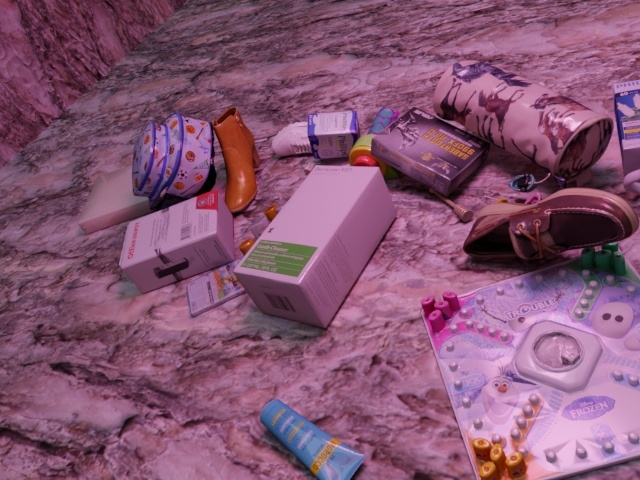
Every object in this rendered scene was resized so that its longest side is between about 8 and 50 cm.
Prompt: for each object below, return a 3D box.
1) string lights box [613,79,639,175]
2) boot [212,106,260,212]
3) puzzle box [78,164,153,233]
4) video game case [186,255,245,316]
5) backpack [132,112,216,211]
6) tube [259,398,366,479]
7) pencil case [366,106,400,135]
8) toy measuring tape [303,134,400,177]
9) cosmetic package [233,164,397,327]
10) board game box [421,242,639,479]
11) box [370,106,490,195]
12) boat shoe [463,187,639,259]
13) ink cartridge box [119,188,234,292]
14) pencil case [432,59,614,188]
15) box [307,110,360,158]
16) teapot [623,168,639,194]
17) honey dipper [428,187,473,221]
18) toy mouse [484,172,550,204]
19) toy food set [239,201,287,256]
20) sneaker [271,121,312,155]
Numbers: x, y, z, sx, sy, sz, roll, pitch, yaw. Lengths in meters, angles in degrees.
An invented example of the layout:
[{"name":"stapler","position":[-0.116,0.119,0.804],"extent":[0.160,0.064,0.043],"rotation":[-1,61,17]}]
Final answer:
[{"name":"string lights box","position":[0.727,-0.257,1.248],"extent":[0.134,0.076,0.259],"rotation":[-5,43,25]},{"name":"boot","position":[-0.261,-0.241,1.658],"extent":[0.104,0.211,0.295],"rotation":[-11,41,19]},{"name":"puzzle box","position":[-0.585,-0.180,1.891],"extent":[0.410,0.052,0.272],"rotation":[-17,39,10]},{"name":"video game case","position":[-0.250,0.112,1.410],"extent":[0.167,0.015,0.119],"rotation":[-26,38,0]},{"name":"backpack","position":[-0.412,-0.231,1.613],"extent":[0.263,0.213,0.276],"rotation":[-34,59,40]},{"name":"tube","position":[-0.021,0.354,0.994],"extent":[0.207,0.052,0.080],"rotation":[26,72,38]},{"name":"pencil case","position":[0.175,-0.315,1.622],"extent":[0.070,0.064,0.151],"rotation":[-14,38,39]},{"name":"toy measuring tape","position":[0.083,-0.227,1.534],"extent":[0.330,0.121,0.121],"rotation":[6,48,33]},{"name":"cosmetic package","position":[0.000,0.000,1.291],"extent":[0.197,0.155,0.365],"rotation":[6,49,37]},{"name":"board game box","position":[0.396,0.184,0.952],"extent":[0.390,0.050,0.389],"rotation":[-19,39,8]},{"name":"box","position":[0.268,-0.225,1.398],"extent":[0.231,0.056,0.183],"rotation":[34,55,26]},{"name":"boat shoe","position":[0.403,-0.010,1.053],"extent":[0.123,0.123,0.342],"rotation":[-44,21,-24]},{"name":"ink cartridge box","position":[-0.378,0.001,1.525],"extent":[0.273,0.114,0.196],"rotation":[-19,40,7]},{"name":"pencil case","position":[0.440,-0.275,1.292],"extent":[0.160,0.183,0.410],"rotation":[-29,46,-20]},{"name":"box","position":[0.041,-0.292,1.588],"extent":[0.137,0.126,0.072],"rotation":[-3,67,8]},{"name":"teapot","position":[0.727,-0.112,1.011],"extent":[0.252,0.187,0.256],"rotation":[-45,53,19]},{"name":"honey dipper","position":[0.302,-0.092,1.333],"extent":[0.031,0.030,0.160],"rotation":[-29,35,-5]},{"name":"toy mouse","position":[0.438,-0.089,1.208],"extent":[0.143,0.031,0.160],"rotation":[-46,35,27]},{"name":"toy food set","position":[-0.108,-0.009,1.432],"extent":[0.111,0.104,0.232],"rotation":[-26,18,21]},{"name":"sneaker","position":[-0.038,-0.301,1.711],"extent":[0.235,0.090,0.094],"rotation":[-18,49,12]}]
